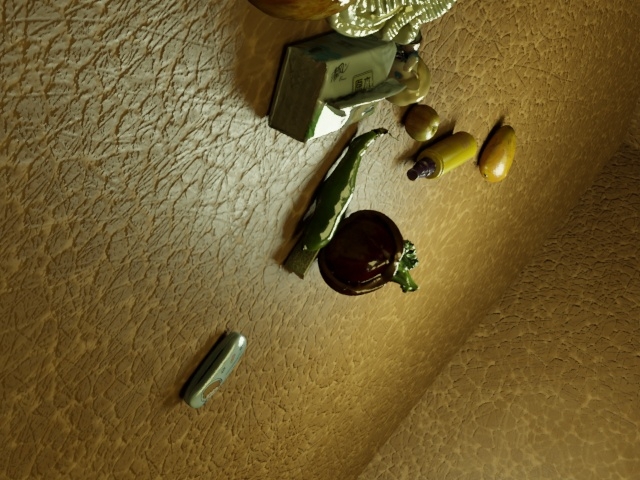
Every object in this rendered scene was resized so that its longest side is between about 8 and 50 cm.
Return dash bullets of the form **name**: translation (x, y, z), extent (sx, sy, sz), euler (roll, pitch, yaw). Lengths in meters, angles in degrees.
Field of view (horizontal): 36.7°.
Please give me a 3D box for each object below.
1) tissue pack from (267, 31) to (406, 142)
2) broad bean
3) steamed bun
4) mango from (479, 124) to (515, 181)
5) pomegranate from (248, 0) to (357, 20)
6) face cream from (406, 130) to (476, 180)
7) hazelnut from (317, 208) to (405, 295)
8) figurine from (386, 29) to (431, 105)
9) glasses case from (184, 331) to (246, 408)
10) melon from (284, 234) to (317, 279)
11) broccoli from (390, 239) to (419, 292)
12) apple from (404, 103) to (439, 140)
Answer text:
- **tissue pack**: translation (0.042, -0.266, 1.691), extent (0.229, 0.145, 0.159), euler (-29, 144, -50)
- **broad bean**: translation (0.051, -0.109, 2.004), extent (0.098, 0.056, 0.318), euler (41, 82, -31)
- **steamed bun**: translation (0.100, -0.463, 1.513), extent (0.280, 0.207, 0.268), euler (-40, 154, 29)
- **mango**: translation (0.512, -0.247, 2.770), extent (0.115, 0.089, 0.164), euler (-30, 142, -52)
- **pomegranate**: translation (-0.024, -0.428, 1.248), extent (0.252, 0.270, 0.229), euler (-28, 170, 17)
- **face cream**: translation (0.294, -0.201, 2.388), extent (0.273, 0.078, 0.078), euler (-31, 145, -49)
- **hazelnut**: translation (0.090, 0.027, 2.149), extent (0.160, 0.170, 0.201), euler (-127, -118, -85)
- **figurine**: translation (0.162, -0.350, 1.882), extent (0.108, 0.114, 0.196), euler (-48, 152, -24)
- **glasses case**: translation (-0.215, 0.265, 1.974), extent (0.178, 0.045, 0.067), euler (-53, 156, -12)
- **melon**: translation (-0.003, 0.000, 2.070), extent (0.182, 0.054, 0.098), euler (-58, 163, -2)
- **broccoli**: translation (0.180, 0.067, 2.399), extent (0.155, 0.160, 0.167), euler (-35, 174, 15)
- **apple**: translation (0.231, -0.266, 2.182), extent (0.084, 0.071, 0.084), euler (-46, 155, -29)
